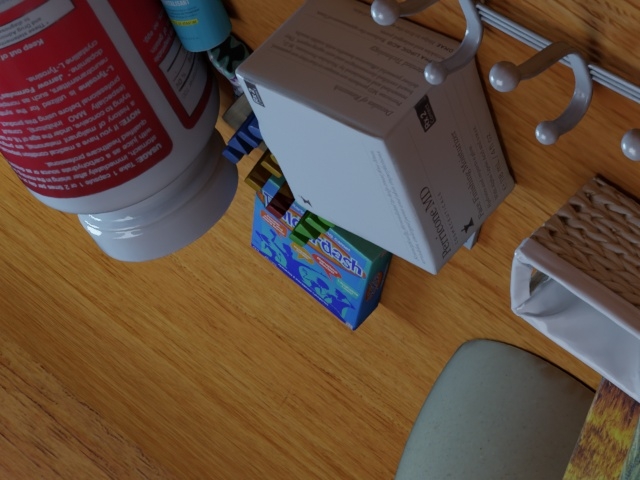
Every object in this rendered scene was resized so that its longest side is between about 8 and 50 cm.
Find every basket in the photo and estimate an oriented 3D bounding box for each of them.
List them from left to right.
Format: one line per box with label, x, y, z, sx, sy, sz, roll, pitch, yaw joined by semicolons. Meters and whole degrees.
basket;0.250;0.044;1.400;0.167;0.103;0.113;37;160;21

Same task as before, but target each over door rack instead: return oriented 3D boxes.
over door rack;0.147;-0.167;1.163;0.239;0.108;0.324;32;157;28

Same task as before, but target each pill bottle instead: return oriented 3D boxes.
pill bottle;-0.242;-0.176;1.718;0.229;0.229;0.408;23;152;44

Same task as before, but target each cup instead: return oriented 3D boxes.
cup;0.201;0.303;1.832;0.331;0.237;0.331;37;159;17

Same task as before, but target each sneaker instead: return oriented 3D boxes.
sneaker;-0.082;-0.161;1.722;0.098;0.038;0.069;45;160;-2

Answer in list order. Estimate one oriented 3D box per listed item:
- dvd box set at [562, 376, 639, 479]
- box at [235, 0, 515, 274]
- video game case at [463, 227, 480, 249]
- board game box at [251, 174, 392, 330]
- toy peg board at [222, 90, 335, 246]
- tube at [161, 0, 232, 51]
dvd box set;0.323;0.318;1.518;0.307;0.062;0.420;43;133;35
box;0.049;-0.095;1.483;0.182;0.119;0.181;28;156;37
video game case;0.102;-0.048;1.637;0.122;0.011;0.087;39;159;14
board game box;0.000;0.000;1.881;0.160;0.047;0.210;39;159;12
toy peg board;-0.029;-0.071;1.676;0.160;0.079;0.161;37;161;-7
tube;-0.143;-0.272;1.609;0.080;0.052;0.207;2;136;30
